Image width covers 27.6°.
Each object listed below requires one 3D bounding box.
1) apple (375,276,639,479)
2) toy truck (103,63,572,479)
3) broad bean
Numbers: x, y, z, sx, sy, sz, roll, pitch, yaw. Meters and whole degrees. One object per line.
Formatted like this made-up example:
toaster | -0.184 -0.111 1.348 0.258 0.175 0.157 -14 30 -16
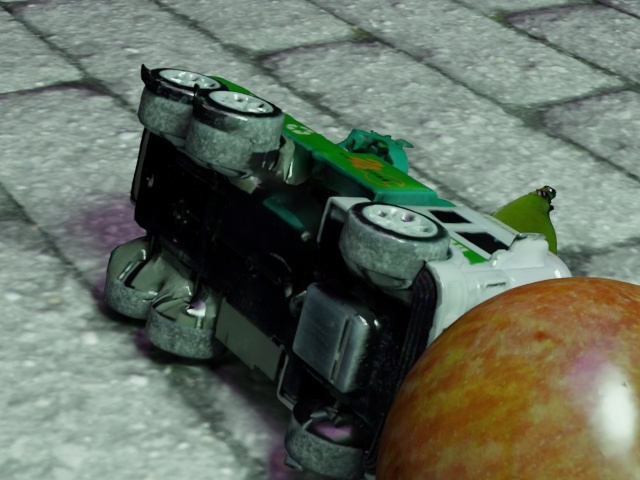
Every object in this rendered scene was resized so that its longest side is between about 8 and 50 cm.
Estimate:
apple | 0.123 0.110 0.600 0.188 0.174 0.188 12 61 -22
toy truck | -0.005 0.001 0.831 0.178 0.176 0.363 -1 25 -35
broad bean | 0.139 0.020 0.933 0.070 0.048 0.213 13 32 15
